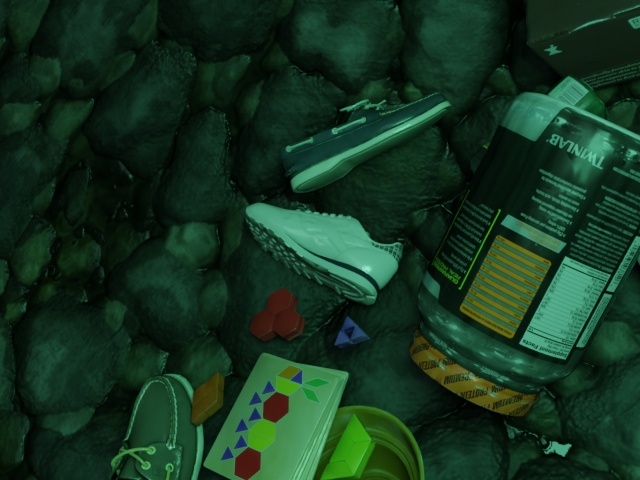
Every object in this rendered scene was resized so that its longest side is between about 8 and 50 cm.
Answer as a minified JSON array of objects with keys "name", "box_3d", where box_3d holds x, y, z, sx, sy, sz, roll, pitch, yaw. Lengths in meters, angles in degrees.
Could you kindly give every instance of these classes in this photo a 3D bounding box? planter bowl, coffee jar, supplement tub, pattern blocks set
[{"name":"planter bowl","box_3d":[0.043,0.320,0.974,0.217,0.090,0.217,-20,44,21]},{"name":"coffee jar","box_3d":[0.282,-0.125,1.051,0.184,0.096,0.079,-40,64,3]},{"name":"supplement tub","box_3d":[0.246,0.018,0.928,0.207,0.207,0.338,31,104,23]},{"name":"pattern blocks set","box_3d":[-0.054,0.232,1.024,0.285,0.026,0.325,21,71,41]}]

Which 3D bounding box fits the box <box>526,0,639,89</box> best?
[{"name":"box","box_3d":[0.372,-0.328,1.023,0.168,0.167,0.203,-10,69,38]}]

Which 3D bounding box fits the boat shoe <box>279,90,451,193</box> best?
[{"name":"boat shoe","box_3d":[0.060,-0.154,1.135,0.254,0.095,0.079,-27,78,17]}]

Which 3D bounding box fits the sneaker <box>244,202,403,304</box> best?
[{"name":"sneaker","box_3d":[0.000,0.000,1.117,0.235,0.090,0.095,29,71,19]}]

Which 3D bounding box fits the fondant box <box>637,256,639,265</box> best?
[{"name":"fondant box","box_3d":[0.489,0.079,0.831,0.096,0.238,0.330,-15,70,-17]}]

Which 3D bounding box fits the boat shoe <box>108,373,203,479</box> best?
[{"name":"boat shoe","box_3d":[-0.230,0.324,1.066,0.109,0.091,0.305,-8,67,28]}]
